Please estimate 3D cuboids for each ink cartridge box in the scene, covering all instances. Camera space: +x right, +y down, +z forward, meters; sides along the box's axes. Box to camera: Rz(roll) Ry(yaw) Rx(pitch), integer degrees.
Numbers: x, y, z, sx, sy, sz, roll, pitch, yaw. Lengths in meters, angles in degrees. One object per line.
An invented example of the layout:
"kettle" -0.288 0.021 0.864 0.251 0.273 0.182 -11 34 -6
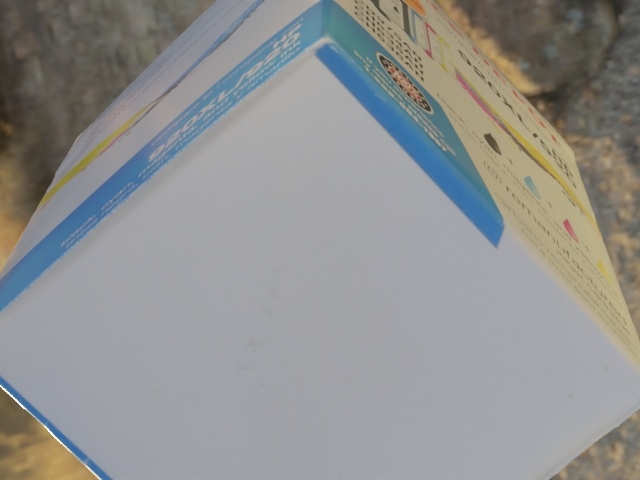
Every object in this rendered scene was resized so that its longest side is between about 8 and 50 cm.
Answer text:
"ink cartridge box" 0.000 0.000 0.637 0.171 0.168 0.232 45 -163 -15
